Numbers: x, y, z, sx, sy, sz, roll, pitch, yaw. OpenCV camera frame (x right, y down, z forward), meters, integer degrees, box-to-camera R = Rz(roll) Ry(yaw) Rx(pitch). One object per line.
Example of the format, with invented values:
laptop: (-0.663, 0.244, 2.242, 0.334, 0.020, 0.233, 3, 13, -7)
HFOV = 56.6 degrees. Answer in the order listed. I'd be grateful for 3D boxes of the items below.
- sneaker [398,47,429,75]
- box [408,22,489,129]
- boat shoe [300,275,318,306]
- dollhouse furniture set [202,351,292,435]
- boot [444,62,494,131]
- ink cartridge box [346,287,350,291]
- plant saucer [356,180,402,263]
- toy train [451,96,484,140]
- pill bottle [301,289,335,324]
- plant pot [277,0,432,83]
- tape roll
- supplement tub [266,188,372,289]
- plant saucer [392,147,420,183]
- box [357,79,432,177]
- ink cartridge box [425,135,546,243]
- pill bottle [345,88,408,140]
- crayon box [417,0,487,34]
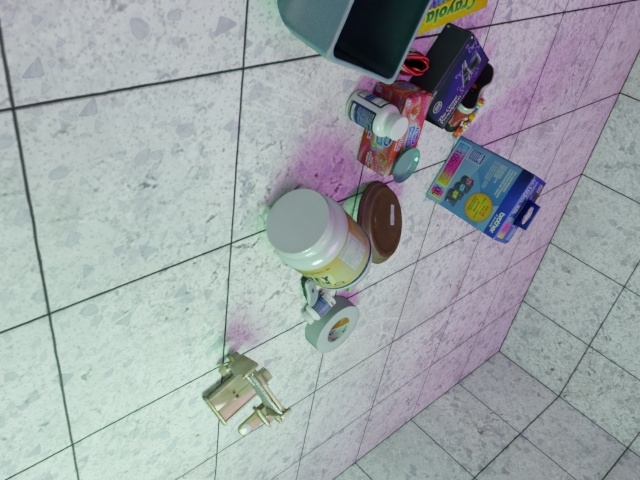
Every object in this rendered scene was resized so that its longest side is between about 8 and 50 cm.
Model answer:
sneaker: (0.266, -0.490, 1.676, 0.221, 0.128, 0.087, -10, 129, -46)
box: (0.387, -0.505, 1.841, 0.184, 0.103, 0.261, 22, 103, -54)
boat shoe: (-0.039, 0.171, 2.020, 0.049, 0.040, 0.142, -44, 148, -28)
dollhouse furniture set: (-0.214, 0.528, 1.847, 0.174, 0.355, 0.303, -40, 107, -20)
boot: (0.495, -0.487, 2.025, 0.244, 0.088, 0.176, -58, 179, -24)
ink cartridge box: (0.120, 0.101, 2.067, 0.109, 0.062, 0.209, -44, 167, -13)
plant saucer: (0.205, -0.060, 1.977, 0.278, 0.041, 0.278, -1, 91, -56)
toy train: (0.514, -0.439, 2.107, 0.166, 0.046, 0.125, -58, -175, -4)
pill bottle: (-0.009, 0.238, 2.096, 0.120, 0.067, 0.067, -44, 147, -13)
plant pot: (0.055, -0.519, 1.272, 0.247, 0.252, 0.248, 1, 121, -51)
tape roll: (0.046, 0.316, 2.236, 0.219, 0.072, 0.219, -32, 143, -28)
supplement tub: (0.000, 0.000, 1.728, 0.228, 0.228, 0.316, -52, 147, -1)
plant saucer: (0.252, -0.228, 1.781, 0.119, 0.021, 0.119, -34, 145, -28)
box: (0.218, -0.334, 1.772, 0.128, 0.122, 0.257, -20, 136, -41)
ink cartridge box: (0.626, -0.172, 2.181, 0.151, 0.395, 0.270, 10, 113, -54)
pill bottle: (0.158, -0.344, 1.644, 0.094, 0.169, 0.094, -31, 142, -28)
crayon box: (0.321, -0.727, 1.534, 0.363, 0.106, 0.313, -31, 142, -30)
